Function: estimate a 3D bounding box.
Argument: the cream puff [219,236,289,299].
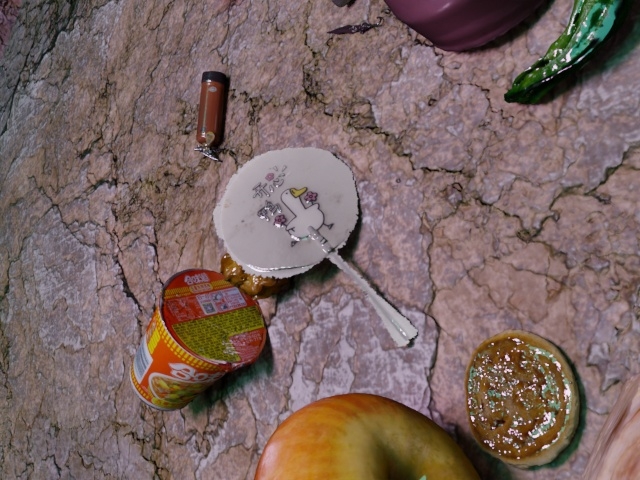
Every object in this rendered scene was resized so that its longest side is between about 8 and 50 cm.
[{"bbox_3d":[-0.111,0.046,1.079,0.094,0.116,0.122,-40,38,16],"label":"cream puff"}]

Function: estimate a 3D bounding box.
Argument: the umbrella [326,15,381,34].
[{"bbox_3d":[0.052,-0.344,1.081,0.122,0.013,0.022,2,70,46],"label":"umbrella"}]

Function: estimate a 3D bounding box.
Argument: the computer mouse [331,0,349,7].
[{"bbox_3d":[0.043,-0.437,1.084,0.032,0.056,0.110,6,82,38],"label":"computer mouse"}]

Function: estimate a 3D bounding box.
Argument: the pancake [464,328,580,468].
[{"bbox_3d":[0.226,0.182,0.771,0.158,0.028,0.158,-16,67,43],"label":"pancake"}]

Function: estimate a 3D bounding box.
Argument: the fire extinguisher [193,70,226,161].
[{"bbox_3d":[-0.211,-0.239,1.295,0.062,0.050,0.177,2,81,7],"label":"fire extinguisher"}]

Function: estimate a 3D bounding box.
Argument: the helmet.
[{"bbox_3d":[0.165,-0.428,0.864,0.271,0.197,0.338,-10,74,46],"label":"helmet"}]

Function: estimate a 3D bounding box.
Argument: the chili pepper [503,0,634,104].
[{"bbox_3d":[0.310,-0.282,0.773,0.122,0.065,0.279,32,107,40],"label":"chili pepper"}]

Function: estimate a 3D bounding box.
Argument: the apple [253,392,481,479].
[{"bbox_3d":[0.052,0.318,0.746,0.233,0.286,0.286,-60,45,38],"label":"apple"}]

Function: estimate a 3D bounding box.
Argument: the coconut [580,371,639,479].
[{"bbox_3d":[0.349,0.211,0.417,0.415,0.344,0.415,-11,75,46],"label":"coconut"}]

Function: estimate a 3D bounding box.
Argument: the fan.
[{"bbox_3d":[0.000,0.000,0.993,0.233,0.012,0.414,-43,61,-5],"label":"fan"}]

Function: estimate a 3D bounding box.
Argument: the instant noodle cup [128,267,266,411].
[{"bbox_3d":[-0.223,0.185,1.125,0.212,0.193,0.193,-50,50,36],"label":"instant noodle cup"}]
